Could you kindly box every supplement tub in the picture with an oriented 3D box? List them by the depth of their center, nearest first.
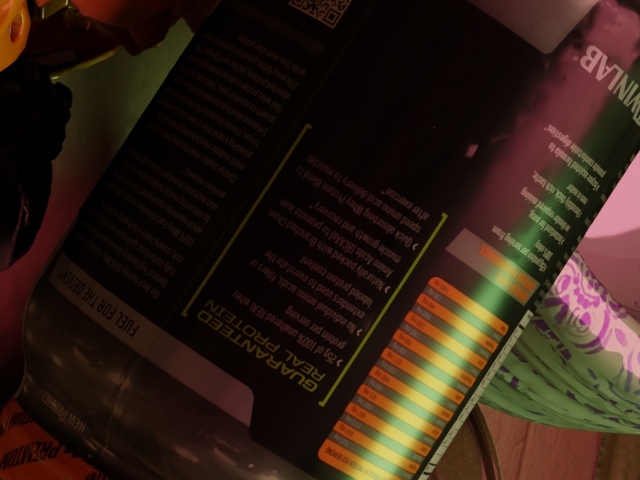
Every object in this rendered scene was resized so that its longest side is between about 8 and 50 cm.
[{"bbox_3d":[0.000,0.000,0.519,0.190,0.117,0.117,-56,163,-1],"label":"supplement tub"}]

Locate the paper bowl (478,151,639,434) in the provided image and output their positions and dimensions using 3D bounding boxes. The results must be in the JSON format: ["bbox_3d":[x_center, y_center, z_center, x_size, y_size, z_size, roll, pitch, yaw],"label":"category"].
[{"bbox_3d":[0.107,-0.071,0.719,0.284,0.148,0.284,2,86,-37],"label":"paper bowl"}]

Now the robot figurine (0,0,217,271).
[{"bbox_3d":[-0.074,-0.115,0.512,0.291,0.085,0.211,-49,146,-63],"label":"robot figurine"}]

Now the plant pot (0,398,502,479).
[{"bbox_3d":[-0.042,0.100,0.664,0.165,0.167,0.167,-6,107,-66],"label":"plant pot"}]
